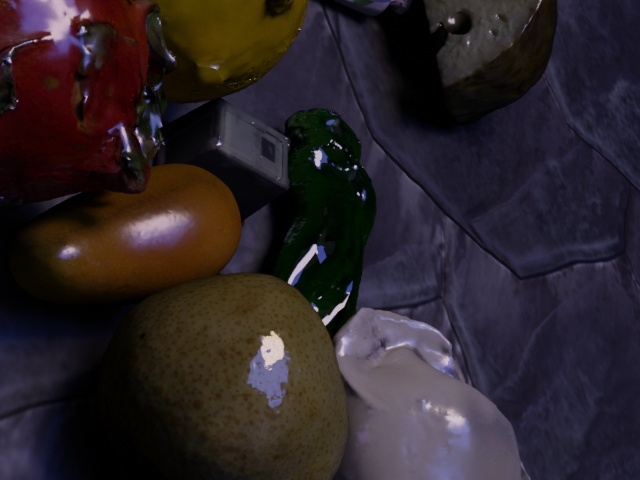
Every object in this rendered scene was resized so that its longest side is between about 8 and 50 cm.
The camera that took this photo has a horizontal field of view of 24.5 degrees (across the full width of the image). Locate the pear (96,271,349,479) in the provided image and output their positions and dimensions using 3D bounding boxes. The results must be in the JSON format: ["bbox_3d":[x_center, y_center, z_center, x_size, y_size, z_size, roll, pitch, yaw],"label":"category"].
[{"bbox_3d":[-0.061,0.102,0.899,0.137,0.167,0.167,-27,89,-25],"label":"pear"}]

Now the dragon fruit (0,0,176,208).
[{"bbox_3d":[-0.181,-0.150,0.884,0.200,0.198,0.269,8,76,-9],"label":"dragon fruit"}]

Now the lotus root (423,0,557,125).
[{"bbox_3d":[0.146,-0.228,1.338,0.119,0.138,0.234,40,42,-62],"label":"lotus root"}]

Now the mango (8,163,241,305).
[{"bbox_3d":[-0.125,0.003,0.937,0.184,0.102,0.084,-24,107,-50],"label":"mango"}]

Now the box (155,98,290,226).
[{"bbox_3d":[-0.069,-0.058,1.069,0.085,0.063,0.060,29,49,-35],"label":"box"}]

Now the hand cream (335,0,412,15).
[{"bbox_3d":[0.020,-0.239,1.301,0.142,0.053,0.084,21,53,-28],"label":"hand cream"}]

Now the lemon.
[{"bbox_3d":[-0.098,-0.184,1.018,0.173,0.173,0.206,25,13,-38],"label":"lemon"}]

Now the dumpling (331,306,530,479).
[{"bbox_3d":[0.076,0.165,1.044,0.162,0.132,0.250,-6,73,-47],"label":"dumpling"}]

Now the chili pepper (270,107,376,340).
[{"bbox_3d":[0.002,-0.001,1.119,0.098,0.061,0.224,38,41,-38],"label":"chili pepper"}]
